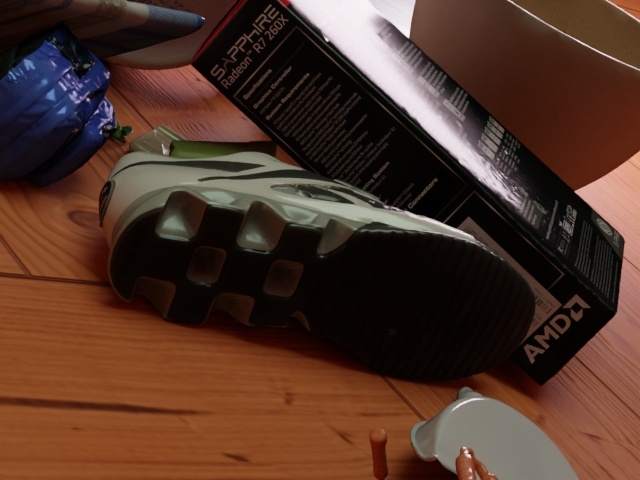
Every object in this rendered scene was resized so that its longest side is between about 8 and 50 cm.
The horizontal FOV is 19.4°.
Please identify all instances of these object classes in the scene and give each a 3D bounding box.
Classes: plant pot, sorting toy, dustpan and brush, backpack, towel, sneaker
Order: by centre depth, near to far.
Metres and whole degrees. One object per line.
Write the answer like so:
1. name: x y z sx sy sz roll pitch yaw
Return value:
1. dustpan and brush: 0.115 0.141 1.248 0.147 0.060 0.211 34 25 -14
2. sneaker: 0.000 0.000 1.336 0.331 0.122 0.146 17 24 -24
3. backpack: -0.204 -0.094 1.357 0.101 0.098 0.120 46 18 -5
4. towel: -0.259 -0.176 1.419 0.209 0.034 0.285 -7 -10 45
5. plant pot: -0.080 -0.045 1.429 0.079 0.083 0.083 10 23 -6
6. sorting toy: -0.132 -0.075 1.516 0.083 0.012 0.062 33 26 7
7. plant pot: 0.194 -0.146 1.809 0.284 0.191 0.284 26 20 -10

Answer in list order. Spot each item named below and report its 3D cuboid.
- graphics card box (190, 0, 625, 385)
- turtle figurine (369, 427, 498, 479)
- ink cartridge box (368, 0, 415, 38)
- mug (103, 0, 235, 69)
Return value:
1. graphics card box: 0.080 -0.068 1.494 0.371 0.094 0.233 41 17 -3
2. turtle figurine: 0.113 0.193 1.036 0.217 0.087 0.269 32 -10 -3
3. ink cartridge box: 0.011 -0.273 2.080 0.324 0.071 0.330 36 19 26
4. mug: -0.147 -0.291 1.709 0.374 0.276 0.328 47 14 -45
